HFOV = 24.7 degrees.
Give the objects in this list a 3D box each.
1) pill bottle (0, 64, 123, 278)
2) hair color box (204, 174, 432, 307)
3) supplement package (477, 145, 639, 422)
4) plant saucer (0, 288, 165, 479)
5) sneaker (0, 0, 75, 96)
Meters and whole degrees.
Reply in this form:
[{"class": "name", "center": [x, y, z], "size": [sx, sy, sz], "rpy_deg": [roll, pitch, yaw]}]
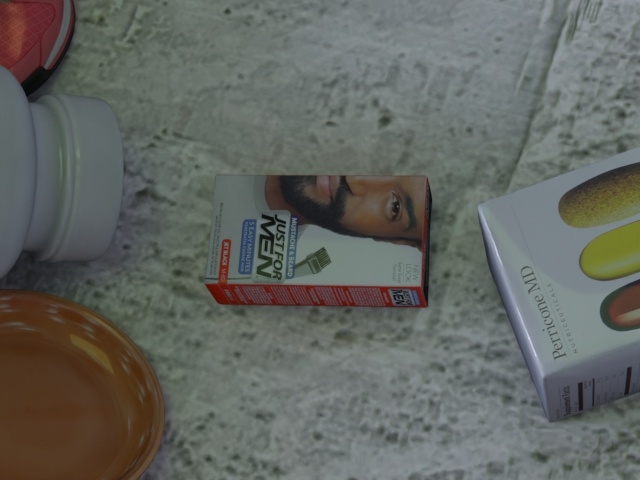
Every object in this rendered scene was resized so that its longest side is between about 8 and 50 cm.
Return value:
[{"class": "pill bottle", "center": [-0.315, -0.052, 1.073], "size": [0.318, 0.176, 0.176], "rpy_deg": [3, 65, -29]}, {"class": "hair color box", "center": [0.000, 0.000, 1.125], "size": [0.167, 0.053, 0.093], "rpy_deg": [0, 69, 9]}, {"class": "supplement package", "center": [0.250, 0.015, 1.030], "size": [0.244, 0.134, 0.139], "rpy_deg": [-20, 67, 2]}, {"class": "plant saucer", "center": [-0.215, 0.122, 1.078], "size": [0.200, 0.037, 0.200], "rpy_deg": [16, 42, -15]}, {"class": "sneaker", "center": [-0.267, -0.267, 1.230], "size": [0.115, 0.136, 0.314], "rpy_deg": [7, 71, 13]}]
